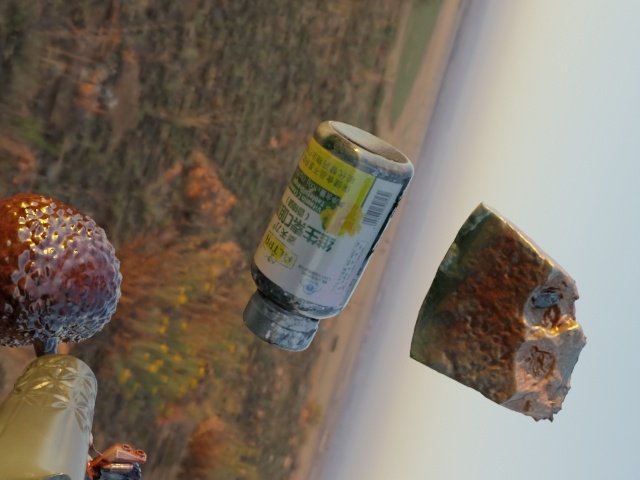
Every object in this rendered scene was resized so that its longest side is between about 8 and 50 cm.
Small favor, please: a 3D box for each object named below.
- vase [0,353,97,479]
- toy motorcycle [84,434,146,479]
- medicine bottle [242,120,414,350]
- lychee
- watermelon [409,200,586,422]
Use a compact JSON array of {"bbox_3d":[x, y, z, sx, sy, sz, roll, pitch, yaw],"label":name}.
[{"bbox_3d":[-0.356,0.264,1.216,0.251,0.156,0.301,-41,-160,18],"label":"vase"},{"bbox_3d":[-0.383,0.337,1.640,0.118,0.212,0.084,-63,-167,8],"label":"toy motorcycle"},{"bbox_3d":[0.000,0.000,1.321,0.293,0.141,0.141,-64,177,18],"label":"medicine bottle"},{"bbox_3d":[-0.436,0.054,1.555,0.260,0.260,0.261,17,90,-84],"label":"lychee"},{"bbox_3d":[0.250,0.090,1.487,0.302,0.151,0.264,37,-73,49],"label":"watermelon"}]
